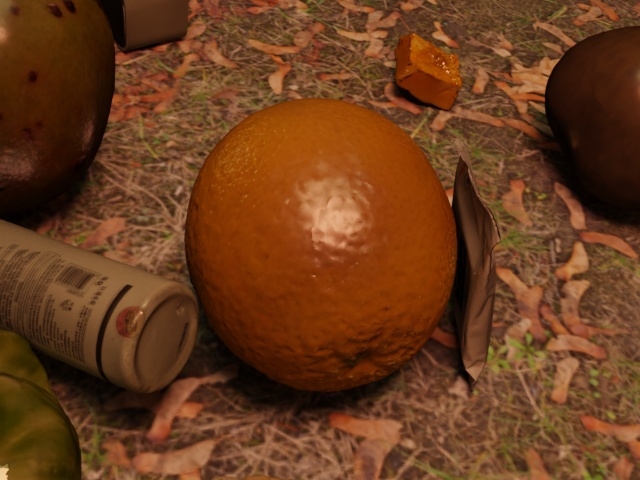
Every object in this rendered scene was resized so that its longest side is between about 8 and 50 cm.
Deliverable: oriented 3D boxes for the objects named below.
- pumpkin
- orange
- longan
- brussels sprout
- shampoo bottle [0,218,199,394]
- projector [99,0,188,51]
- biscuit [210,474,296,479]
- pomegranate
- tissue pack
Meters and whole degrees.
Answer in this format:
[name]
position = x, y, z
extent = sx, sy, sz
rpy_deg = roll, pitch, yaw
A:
[pumpkin]
position = 0.126, -0.202, 0.951
extent = 0.083, 0.054, 0.074
rpy_deg = 24, 47, -19
[orange]
position = 0.000, 0.000, 0.624
extent = 0.236, 0.236, 0.236
rpy_deg = 6, 47, -7
[longan]
position = 0.346, -0.135, 0.846
extent = 0.198, 0.198, 0.212
rpy_deg = 0, 49, -12
[brussels sprout]
position = -0.228, 0.154, 0.520
extent = 0.139, 0.100, 0.181
rpy_deg = 2, 47, -24
[shampoo bottle]
position = -0.223, 0.038, 0.610
extent = 0.262, 0.085, 0.085
rpy_deg = 16, 45, 24
[projector]
position = -0.212, -0.282, 0.930
extent = 0.082, 0.083, 0.083
rpy_deg = -23, 56, -29
[biscuit]
position = -0.002, 0.257, 0.509
extent = 0.265, 0.040, 0.188
rpy_deg = 38, 51, 23
[pomegranate]
position = -0.322, -0.179, 0.651
extent = 0.291, 0.323, 0.290
rpy_deg = 1, 44, -1
[tissue pack]
position = 0.125, 0.021, 0.650
extent = 0.026, 0.193, 0.122
rpy_deg = -5, 47, 4
